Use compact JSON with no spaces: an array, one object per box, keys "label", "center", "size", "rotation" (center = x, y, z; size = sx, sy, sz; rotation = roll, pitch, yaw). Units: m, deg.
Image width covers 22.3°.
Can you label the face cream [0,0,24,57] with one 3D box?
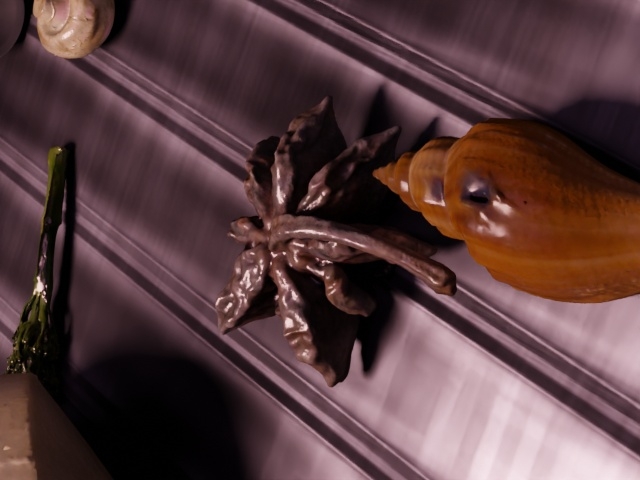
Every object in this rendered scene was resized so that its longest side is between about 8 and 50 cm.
[{"label":"face cream","center":[-0.347,-0.223,1.535],"size":[0.104,0.117,0.117],"rotation":[27,105,36]}]

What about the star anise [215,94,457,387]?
[{"label":"star anise","center":[0.000,0.000,1.176],"size":[0.231,0.089,0.209],"rotation":[-22,74,50]}]

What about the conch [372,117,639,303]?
[{"label":"conch","center":[0.157,-0.015,1.013],"size":[0.330,0.093,0.109],"rotation":[15,90,45]}]

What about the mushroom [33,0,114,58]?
[{"label":"mushroom","center":[-0.222,-0.203,1.439],"size":[0.084,0.067,0.083],"rotation":[-14,72,50]}]

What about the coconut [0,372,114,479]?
[{"label":"coconut","center":[-0.292,0.251,1.307],"size":[0.323,0.323,0.323],"rotation":[-6,82,45]}]

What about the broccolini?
[{"label":"broccolini","center":[-0.253,0.033,1.466],"size":[0.054,0.051,0.239],"rotation":[-1,83,55]}]
